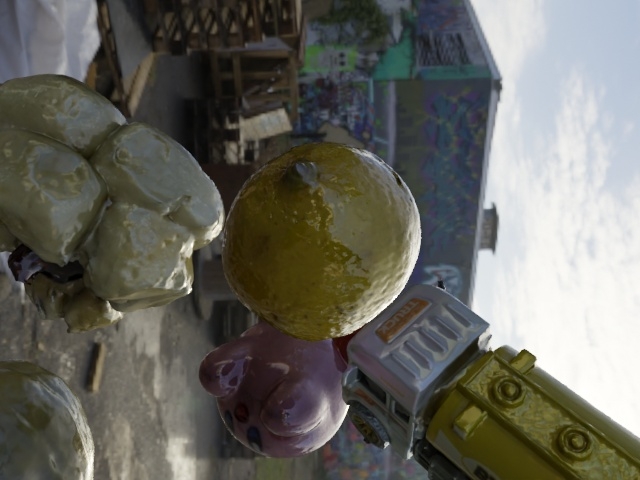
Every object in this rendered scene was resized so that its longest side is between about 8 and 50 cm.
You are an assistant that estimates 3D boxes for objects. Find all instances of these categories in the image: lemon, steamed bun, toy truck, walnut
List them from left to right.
[{"bbox_3d":[-0.436,0.295,0.867,0.253,0.282,0.276,-29,102,-60],"label":"walnut"},{"bbox_3d":[-0.175,-0.015,0.474,0.192,0.178,0.106,46,50,-17],"label":"steamed bun"},{"bbox_3d":[-0.004,0.004,0.825,0.253,0.229,0.228,130,-32,-49],"label":"lemon"},{"bbox_3d":[0.115,0.119,0.420,0.227,0.098,0.114,37,-27,30],"label":"toy truck"}]

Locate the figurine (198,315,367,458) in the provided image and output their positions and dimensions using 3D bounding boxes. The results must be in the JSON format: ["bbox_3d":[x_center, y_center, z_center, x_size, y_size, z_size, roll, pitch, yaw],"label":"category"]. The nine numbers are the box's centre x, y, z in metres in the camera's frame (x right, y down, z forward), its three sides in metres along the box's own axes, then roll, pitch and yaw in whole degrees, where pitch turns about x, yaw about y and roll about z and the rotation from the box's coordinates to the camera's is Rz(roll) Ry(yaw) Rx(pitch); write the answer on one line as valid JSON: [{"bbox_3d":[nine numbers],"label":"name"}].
[{"bbox_3d":[-0.048,0.238,1.139,0.261,0.270,0.211,-42,144,-41],"label":"figurine"}]
